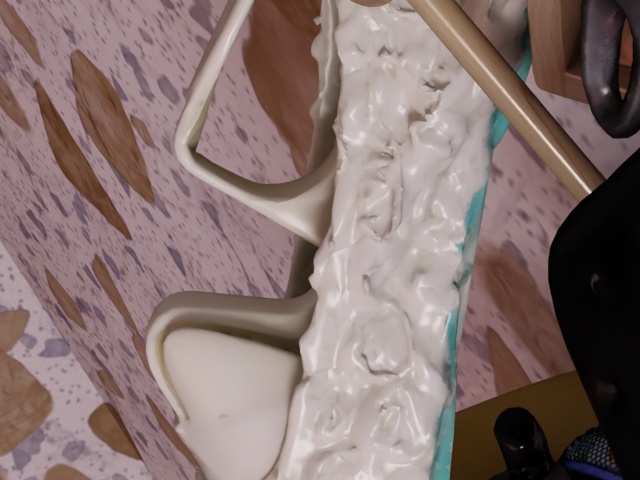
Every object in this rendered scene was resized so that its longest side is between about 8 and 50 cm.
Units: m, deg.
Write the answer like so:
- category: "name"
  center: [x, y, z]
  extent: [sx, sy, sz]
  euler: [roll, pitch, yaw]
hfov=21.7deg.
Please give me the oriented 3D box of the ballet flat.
- category: "ballet flat"
  center: [0.000, 0.000, 0.672]
  extent: [0.147, 0.147, 0.408]
  euler: [28, 109, 54]

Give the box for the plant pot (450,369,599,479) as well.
- category: "plant pot"
  center: [0.133, 0.175, 0.846]
  extent: [0.212, 0.187, 0.212]
  euler: [59, 160, -9]

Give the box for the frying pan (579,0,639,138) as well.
- category: "frying pan"
  center: [0.099, -0.125, 0.289]
  extent: [0.197, 0.053, 0.326]
  euler: [42, 156, 50]

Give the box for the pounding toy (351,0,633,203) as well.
- category: "pounding toy"
  center: [0.107, -0.097, 0.530]
  extent: [0.206, 0.094, 0.181]
  euler: [20, 146, 26]

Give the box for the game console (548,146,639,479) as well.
- category: "game console"
  center: [0.198, 0.068, 0.272]
  extent: [0.386, 0.060, 0.342]
  euler: [-51, 55, 57]

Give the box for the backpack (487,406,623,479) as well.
- category: "backpack"
  center: [0.224, 0.150, 0.553]
  extent: [0.276, 0.213, 0.263]
  euler: [56, 170, -12]
